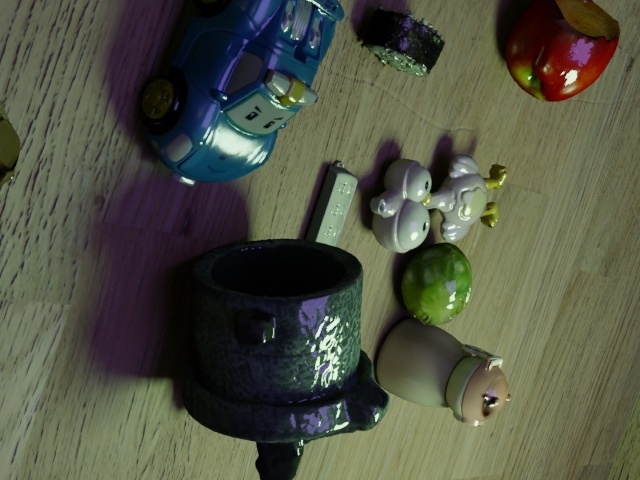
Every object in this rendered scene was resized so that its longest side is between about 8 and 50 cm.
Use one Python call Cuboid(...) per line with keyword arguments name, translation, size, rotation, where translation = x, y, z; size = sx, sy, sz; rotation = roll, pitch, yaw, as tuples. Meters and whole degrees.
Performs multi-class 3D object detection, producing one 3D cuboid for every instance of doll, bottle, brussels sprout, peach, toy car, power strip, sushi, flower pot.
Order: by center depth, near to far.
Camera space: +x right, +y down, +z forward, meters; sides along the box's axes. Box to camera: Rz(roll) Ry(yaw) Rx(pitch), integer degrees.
Cuboid(name="toy car", translation=(-0.090, -0.204, 1.491), size=(0.198, 0.166, 0.314), rotation=(21, 96, -53))
Cuboid(name="flower pot", translation=(-0.046, 0.169, 1.644), size=(0.299, 0.299, 0.283), rotation=(-21, 120, -47))
Cuboid(name="sushi", translation=(0.131, -0.306, 1.809), size=(0.150, 0.090, 0.078), rotation=(23, 85, -54))
Cuboid(name="power strip", translation=(0.000, 0.000, 1.851), size=(0.060, 0.027, 0.253), rotation=(10, 99, -55))
Cuboid(name="doll", translation=(0.196, -0.068, 2.024), size=(0.365, 0.094, 0.160), rotation=(-10, 113, -52))
Cuboid(name="brussels sprout", translation=(0.212, 0.078, 2.105), size=(0.155, 0.117, 0.155), rotation=(-4, 95, -53))
Cuboid(name="peach", translation=(0.441, -0.365, 2.109), size=(0.226, 0.190, 0.196), rotation=(-50, 132, -14))
Cuboid(name="bottle", translation=(0.232, 0.245, 2.116), size=(0.147, 0.236, 0.147), rotation=(-31, 132, -42))

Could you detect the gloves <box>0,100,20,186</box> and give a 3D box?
Cuboid(name="gloves", translation=(-0.393, -0.174, 1.127), size=(0.154, 0.141, 0.331), rotation=(-28, 145, -10))
